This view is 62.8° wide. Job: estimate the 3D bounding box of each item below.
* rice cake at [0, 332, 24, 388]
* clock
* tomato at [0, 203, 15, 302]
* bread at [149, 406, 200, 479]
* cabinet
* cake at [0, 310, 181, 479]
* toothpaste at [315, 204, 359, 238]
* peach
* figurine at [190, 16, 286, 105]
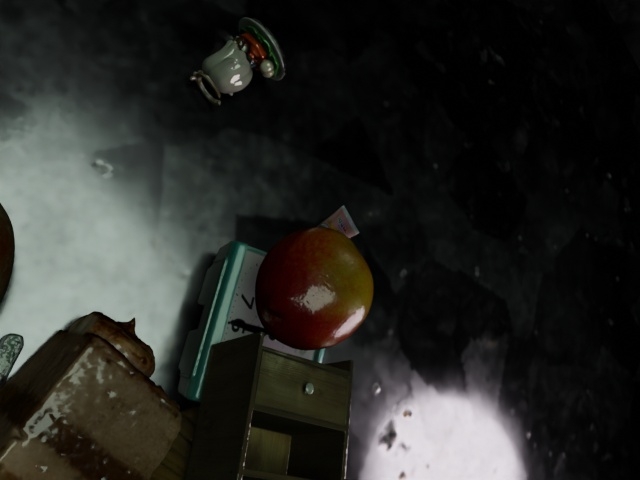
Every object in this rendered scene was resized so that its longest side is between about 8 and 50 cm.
[{"bbox_3d":[-0.471,0.228,0.726,0.033,0.033,0.208,26,70,-22],"label":"rice cake"},{"bbox_3d":[-0.107,0.161,0.911,0.231,0.116,0.262,23,72,-30],"label":"clock"},{"bbox_3d":[-0.499,0.016,0.615,0.270,0.222,0.270,18,68,-52],"label":"tomato"},{"bbox_3d":[-0.174,0.397,0.804,0.274,0.149,0.274,10,74,-35],"label":"bread"},{"bbox_3d":[-0.066,0.260,0.739,0.174,0.148,0.215,26,57,-32],"label":"cabinet"},{"bbox_3d":[-0.325,0.244,0.712,0.199,0.196,0.293,50,56,-25],"label":"cake"},{"bbox_3d":[0.000,0.000,1.037,0.194,0.043,0.067,-35,97,-36],"label":"toothpaste"},{"bbox_3d":[-0.018,0.078,0.803,0.197,0.197,0.197,6,79,-29],"label":"peach"},{"bbox_3d":[-0.157,-0.314,0.964,0.153,0.132,0.132,-41,102,-16],"label":"figurine"}]
